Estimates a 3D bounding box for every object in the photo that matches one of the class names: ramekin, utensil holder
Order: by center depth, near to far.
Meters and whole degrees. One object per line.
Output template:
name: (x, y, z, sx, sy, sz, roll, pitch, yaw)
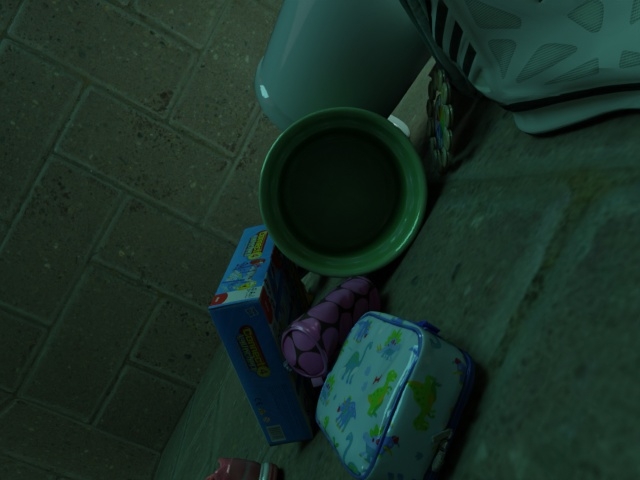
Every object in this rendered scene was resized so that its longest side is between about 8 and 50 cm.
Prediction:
ramekin: (0.040, -0.091, 0.812, 0.304, 0.303, 0.148, -60, 3, 7)
utensil holder: (0.071, -0.426, 0.853, 0.385, 0.327, 0.328, -53, 14, 52)

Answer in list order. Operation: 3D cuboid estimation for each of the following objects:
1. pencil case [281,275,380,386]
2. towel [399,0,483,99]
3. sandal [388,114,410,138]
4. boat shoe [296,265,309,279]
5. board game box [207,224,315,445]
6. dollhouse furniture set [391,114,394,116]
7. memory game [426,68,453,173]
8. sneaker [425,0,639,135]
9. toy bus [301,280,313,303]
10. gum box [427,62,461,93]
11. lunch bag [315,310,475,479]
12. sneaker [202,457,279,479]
pencil case: (0.026, 0.138, 0.681, 0.095, 0.098, 0.209, -34, -2, 40)
towel: (0.269, -0.419, 0.609, 0.321, 0.090, 0.374, -56, -29, 13)
sandal: (0.058, -0.218, 1.040, 0.416, 0.169, 0.102, -32, -21, -34)
boat shoe: (0.000, 0.000, 1.217, 0.335, 0.119, 0.121, -48, -38, -22)
board game box: (-0.088, 0.163, 0.815, 0.302, 0.086, 0.308, -87, -18, -64)
dollhouse furniture set: (0.134, -0.340, 1.481, 0.259, 0.135, 0.262, -52, 10, -6)
memory game: (0.214, -0.216, 0.763, 0.186, 0.012, 0.186, -5, -90, -85)
sneaker: (0.233, -0.231, 0.354, 0.169, 0.257, 0.447, -63, 12, -4)
toy bus: (-0.116, 0.217, 1.204, 0.220, 0.149, 0.211, -64, 27, 2)
gum box: (0.302, -0.377, 0.887, 0.107, 0.062, 0.188, -58, 12, 22)
lunch bag: (0.080, 0.177, 0.502, 0.176, 0.090, 0.219, -64, 11, -9)
sneaker: (-0.202, 0.522, 0.823, 0.314, 0.136, 0.116, -57, 11, 23)
